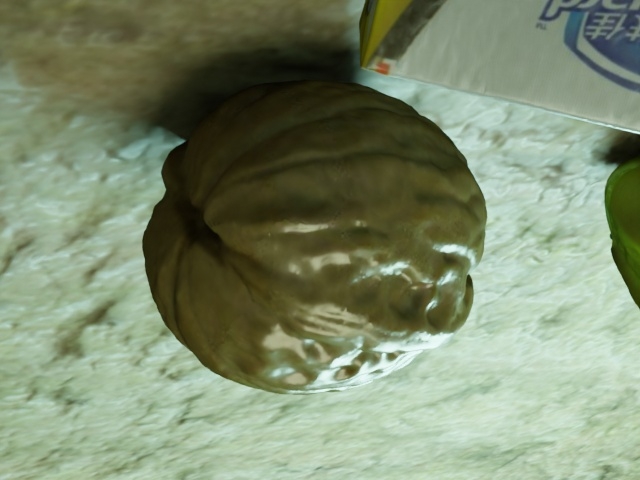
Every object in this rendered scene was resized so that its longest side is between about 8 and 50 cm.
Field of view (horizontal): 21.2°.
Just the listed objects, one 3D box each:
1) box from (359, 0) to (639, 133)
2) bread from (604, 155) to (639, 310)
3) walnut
[{"bbox_3d":[0.161,-0.136,0.782,0.265,0.097,0.168,14,109,-4],"label":"box"},{"bbox_3d":[0.387,0.001,1.299,0.384,0.166,0.112,1,146,-33],"label":"bread"},{"bbox_3d":[0.000,0.000,1.037,0.213,0.213,0.213,-15,153,-7],"label":"walnut"}]
